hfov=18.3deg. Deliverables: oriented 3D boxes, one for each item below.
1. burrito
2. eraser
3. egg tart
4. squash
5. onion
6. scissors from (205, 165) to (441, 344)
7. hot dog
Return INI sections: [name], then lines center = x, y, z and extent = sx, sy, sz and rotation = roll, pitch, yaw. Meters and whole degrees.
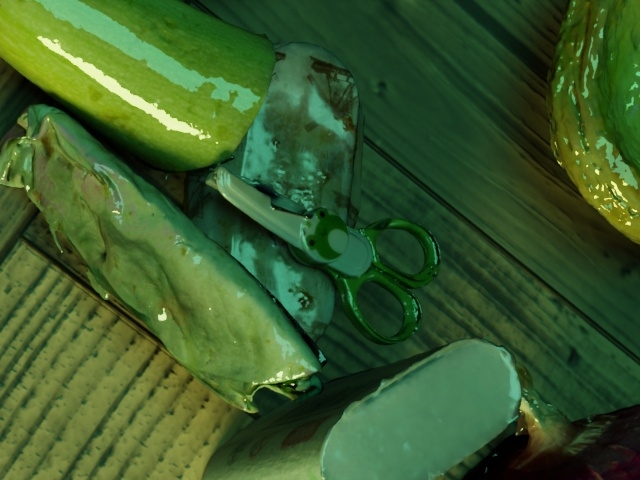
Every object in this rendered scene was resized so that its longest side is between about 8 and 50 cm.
[burrito]
center = -0.120, 0.016, 1.471
extent = 0.309, 0.096, 0.066
rotation = 42, 38, 9
[eraser]
center = 0.026, 0.145, 1.459
extent = 0.174, 0.227, 0.081
rotation = -28, 90, -27
[egg tart]
center = 0.305, -0.117, 1.710
extent = 0.294, 0.123, 0.294
rotation = 6, 74, -20
[squash]
center = -0.189, -0.152, 1.485
extent = 0.287, 0.137, 0.137
rotation = 24, 69, -20
[onion]
center = 0.233, 0.242, 1.535
extent = 0.272, 0.230, 0.256
rotation = 36, 66, -21
[scissors]
center = 0.000, 0.000, 1.511
extent = 0.204, 0.027, 0.101
rotation = 29, 65, -23
[hot dog]
center = -0.038, -0.032, 1.559
extent = 0.144, 0.075, 0.268
rotation = 17, 75, -15
